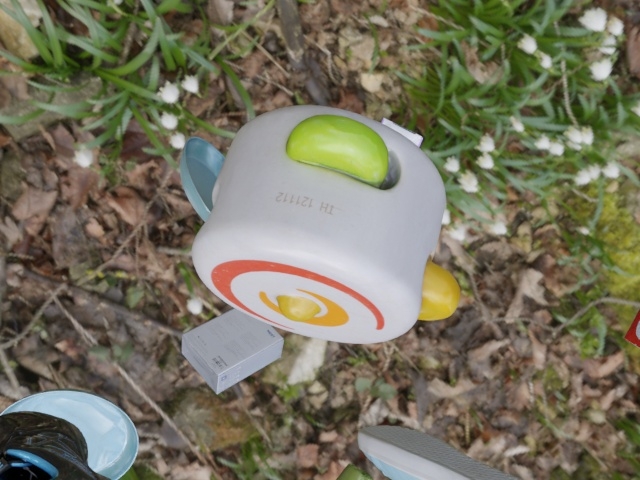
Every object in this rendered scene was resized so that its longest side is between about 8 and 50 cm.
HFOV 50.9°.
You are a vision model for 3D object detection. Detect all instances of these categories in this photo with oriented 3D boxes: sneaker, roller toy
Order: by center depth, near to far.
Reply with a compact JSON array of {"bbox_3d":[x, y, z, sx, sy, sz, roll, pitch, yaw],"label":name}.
[{"bbox_3d":[0.000,0.000,0.559,0.209,0.191,0.146,40,57,-40],"label":"roller toy"},{"bbox_3d":[-0.376,0.291,0.876,0.125,0.340,0.140,-58,133,-20],"label":"sneaker"},{"bbox_3d":[0.186,0.418,1.092,0.135,0.365,0.150,11,92,-40],"label":"sneaker"}]

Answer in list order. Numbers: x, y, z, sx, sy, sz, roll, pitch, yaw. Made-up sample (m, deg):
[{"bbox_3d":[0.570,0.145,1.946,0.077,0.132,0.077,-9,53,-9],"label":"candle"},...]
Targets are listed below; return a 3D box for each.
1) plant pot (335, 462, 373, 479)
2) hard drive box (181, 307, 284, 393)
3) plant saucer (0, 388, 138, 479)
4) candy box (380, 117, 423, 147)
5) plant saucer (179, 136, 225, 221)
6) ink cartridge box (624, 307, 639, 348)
[{"bbox_3d":[0.052,0.435,1.170,0.079,0.083,0.083,-59,150,-8],"label":"plant pot"},{"bbox_3d":[-0.251,0.302,1.925,0.232,0.181,0.089,-25,142,-34],"label":"hard drive box"},{"bbox_3d":[-0.572,0.447,1.513,0.317,0.044,0.318,-5,119,-9],"label":"plant saucer"},{"bbox_3d":[0.094,-0.096,1.088,0.165,0.070,0.196,-64,176,3],"label":"candy box"},{"bbox_3d":[-0.111,-0.051,0.699,0.021,0.119,0.119,-28,153,17],"label":"plant saucer"},{"bbox_3d":[0.693,0.118,1.060,0.130,0.309,0.272,17,102,-28],"label":"ink cartridge box"}]
